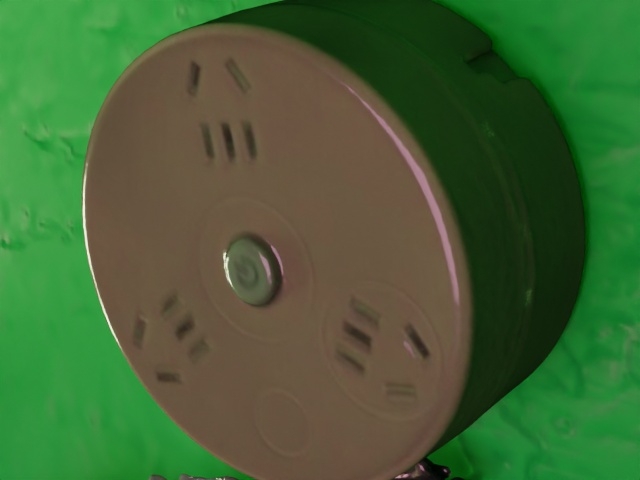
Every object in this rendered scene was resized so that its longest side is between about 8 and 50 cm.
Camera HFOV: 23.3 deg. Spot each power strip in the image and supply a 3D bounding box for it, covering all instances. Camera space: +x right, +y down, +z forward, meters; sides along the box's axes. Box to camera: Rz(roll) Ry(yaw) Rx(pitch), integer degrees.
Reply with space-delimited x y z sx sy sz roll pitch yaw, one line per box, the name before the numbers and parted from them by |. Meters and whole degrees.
power strip | 0.000 0.000 0.491 0.154 0.078 0.154 14 116 32

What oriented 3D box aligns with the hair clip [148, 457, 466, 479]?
hair clip | -0.063 0.127 0.596 0.292 0.084 0.106 -18 123 38
